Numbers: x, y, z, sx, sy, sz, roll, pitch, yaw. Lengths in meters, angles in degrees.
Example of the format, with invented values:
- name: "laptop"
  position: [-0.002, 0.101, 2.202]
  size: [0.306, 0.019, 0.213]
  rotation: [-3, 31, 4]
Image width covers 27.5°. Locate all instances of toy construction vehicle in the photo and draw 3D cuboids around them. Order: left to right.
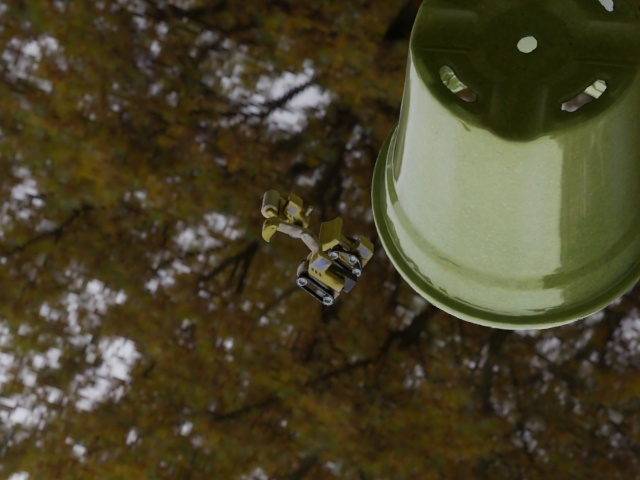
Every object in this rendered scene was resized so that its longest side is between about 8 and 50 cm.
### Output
- name: "toy construction vehicle"
  position: [0.000, 0.000, 0.977]
  size: [0.098, 0.035, 0.086]
  rotation: [38, -151, -16]

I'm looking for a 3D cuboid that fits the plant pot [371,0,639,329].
- name: "plant pot"
  position: [0.170, -0.100, 1.109]
  size: [0.276, 0.276, 0.254]
  rotation: [35, 163, 22]
